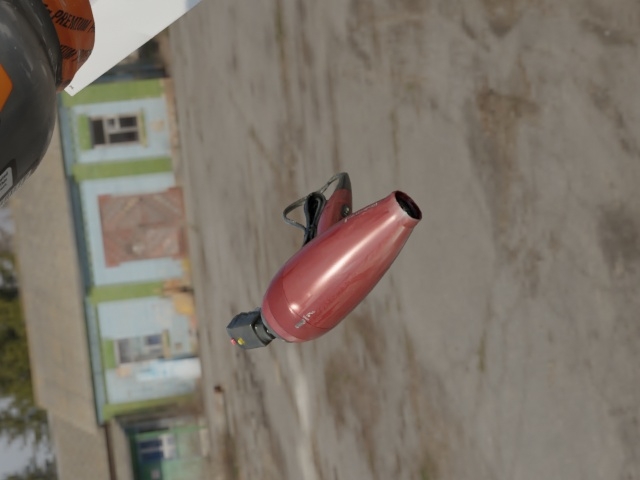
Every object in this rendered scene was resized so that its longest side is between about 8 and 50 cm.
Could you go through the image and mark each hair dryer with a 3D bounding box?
[{"bbox_3d":[0.000,0.000,1.201,0.293,0.080,0.223,-11,52,59],"label":"hair dryer"}]

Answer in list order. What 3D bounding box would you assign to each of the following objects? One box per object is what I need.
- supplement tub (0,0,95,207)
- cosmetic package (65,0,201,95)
[{"bbox_3d":[-0.264,-0.042,0.580,0.316,0.194,0.193,-55,-14,-29],"label":"supplement tub"},{"bbox_3d":[-0.154,-0.232,1.072,0.060,0.239,0.099,43,-145,-28],"label":"cosmetic package"}]
